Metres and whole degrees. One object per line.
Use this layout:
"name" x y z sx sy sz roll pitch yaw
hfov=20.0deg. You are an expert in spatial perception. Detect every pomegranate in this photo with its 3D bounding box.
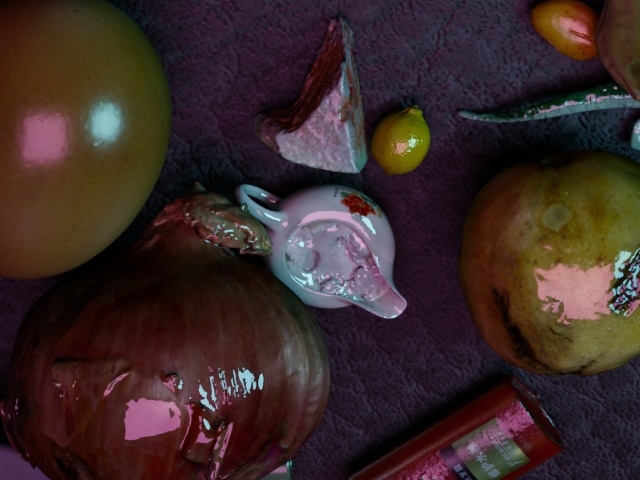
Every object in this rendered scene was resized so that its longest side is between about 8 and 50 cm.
"pomegranate" 0.275 0.026 1.937 0.260 0.260 0.260 0 118 -1

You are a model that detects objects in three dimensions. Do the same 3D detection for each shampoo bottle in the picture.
"shampoo bottle" 0.130 0.279 2.152 0.314 0.076 0.118 -33 117 15

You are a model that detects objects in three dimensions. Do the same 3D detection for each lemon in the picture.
"lemon" 0.087 -0.108 1.955 0.062 0.062 0.083 20 102 -11

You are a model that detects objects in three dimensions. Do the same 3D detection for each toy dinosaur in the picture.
"toy dinosaur" 0.351 -0.121 1.950 0.383 0.076 0.129 -16 111 3

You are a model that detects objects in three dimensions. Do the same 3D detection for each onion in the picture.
"onion" -0.160 0.147 1.918 0.354 0.353 0.353 0 118 -1

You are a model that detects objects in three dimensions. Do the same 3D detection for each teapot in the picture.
"teapot" 0.000 0.000 1.994 0.226 0.092 0.145 30 111 -15

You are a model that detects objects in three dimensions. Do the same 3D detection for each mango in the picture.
"mango" 0.261 -0.223 1.906 0.089 0.046 0.060 21 115 -8

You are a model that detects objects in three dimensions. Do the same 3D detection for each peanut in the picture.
"peanut" 0.331 -0.239 1.849 0.120 0.110 0.236 -13 102 48

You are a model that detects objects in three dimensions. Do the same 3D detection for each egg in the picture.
"egg" -0.283 -0.103 1.843 0.250 0.250 0.322 18 122 -10

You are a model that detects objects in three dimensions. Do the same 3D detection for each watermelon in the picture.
"watermelon" 0.022 -0.137 1.923 0.121 0.098 0.158 32 109 -17

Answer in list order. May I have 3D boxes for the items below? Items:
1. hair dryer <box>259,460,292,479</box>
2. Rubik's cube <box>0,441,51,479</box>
"hair dryer" -0.072 0.218 2.138 0.071 0.047 0.150 -2 112 1
"Rubik's cube" -0.423 0.435 2.018 0.352 0.347 0.351 8 145 1
